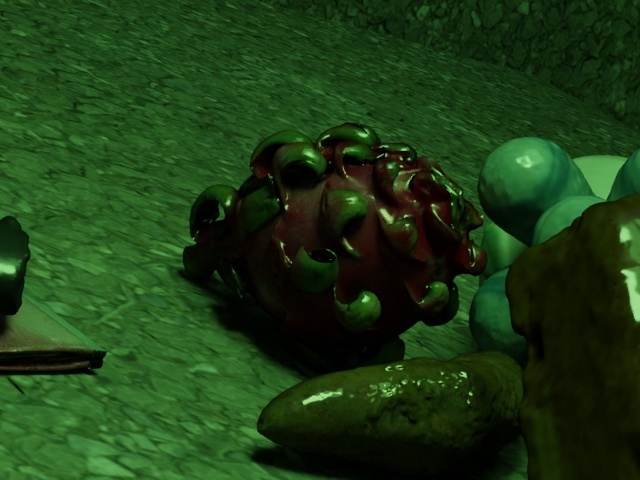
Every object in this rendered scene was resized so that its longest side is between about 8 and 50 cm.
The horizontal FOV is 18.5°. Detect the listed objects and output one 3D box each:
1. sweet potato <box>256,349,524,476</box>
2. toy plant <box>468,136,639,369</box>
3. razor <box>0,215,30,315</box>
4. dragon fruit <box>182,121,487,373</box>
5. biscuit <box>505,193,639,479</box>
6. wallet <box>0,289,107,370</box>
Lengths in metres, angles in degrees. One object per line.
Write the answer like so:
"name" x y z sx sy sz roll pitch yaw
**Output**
"sweet potato" 0.087 0.133 1.497 0.114 0.092 0.341 1 0 34
"toy plant" 0.235 0.021 1.695 0.247 0.247 0.332 24 1 11
"razor" -0.277 0.015 1.377 0.148 0.054 0.090 3 34 -7
"dragon fruit" 0.008 -0.005 1.663 0.273 0.198 0.218 35 -7 40
"biscuit" 0.333 0.155 1.354 0.395 0.166 0.342 15 45 -23
"wallet" -0.273 0.035 1.453 0.232 0.025 0.119 32 16 36
